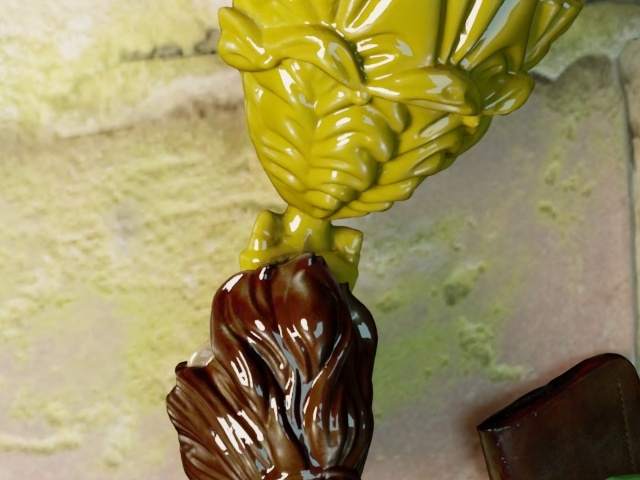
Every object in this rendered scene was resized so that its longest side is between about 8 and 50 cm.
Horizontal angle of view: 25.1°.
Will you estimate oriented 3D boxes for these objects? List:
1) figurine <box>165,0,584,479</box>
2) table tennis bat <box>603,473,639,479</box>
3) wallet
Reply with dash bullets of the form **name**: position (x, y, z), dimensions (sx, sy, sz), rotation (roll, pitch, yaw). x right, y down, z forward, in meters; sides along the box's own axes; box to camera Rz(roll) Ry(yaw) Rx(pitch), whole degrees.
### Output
- **figurine**: position (-0.002, -0.002, 0.752), dimensions (0.187, 0.168, 0.315), rotation (-5, 117, -52)
- **table tennis bat**: position (0.268, 0.160, 0.947), dimensions (0.257, 0.039, 0.161), rotation (-3, 104, -38)
- **wallet**: position (0.178, 0.200, 0.931), dimensions (0.137, 0.031, 0.255), rotation (-24, 113, -23)
